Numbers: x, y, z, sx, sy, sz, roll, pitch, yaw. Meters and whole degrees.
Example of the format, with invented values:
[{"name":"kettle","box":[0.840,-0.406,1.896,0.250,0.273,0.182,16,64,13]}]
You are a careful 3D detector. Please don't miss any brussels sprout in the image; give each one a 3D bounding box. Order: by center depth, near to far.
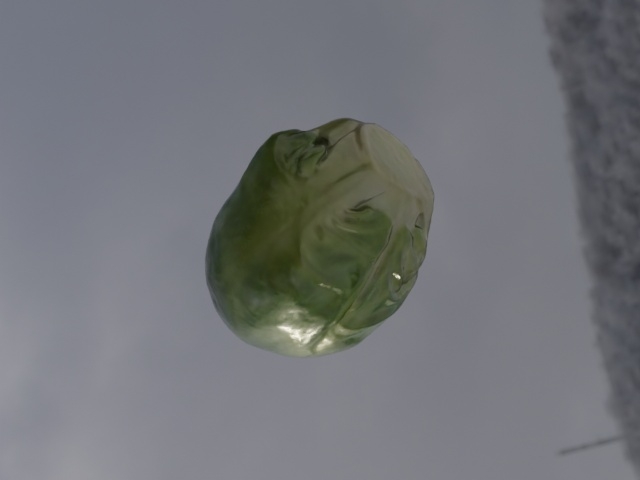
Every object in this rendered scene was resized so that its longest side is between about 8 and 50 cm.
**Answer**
[{"name":"brussels sprout","box":[0.003,0.003,1.058,0.117,0.155,0.155,56,-164,16]}]
